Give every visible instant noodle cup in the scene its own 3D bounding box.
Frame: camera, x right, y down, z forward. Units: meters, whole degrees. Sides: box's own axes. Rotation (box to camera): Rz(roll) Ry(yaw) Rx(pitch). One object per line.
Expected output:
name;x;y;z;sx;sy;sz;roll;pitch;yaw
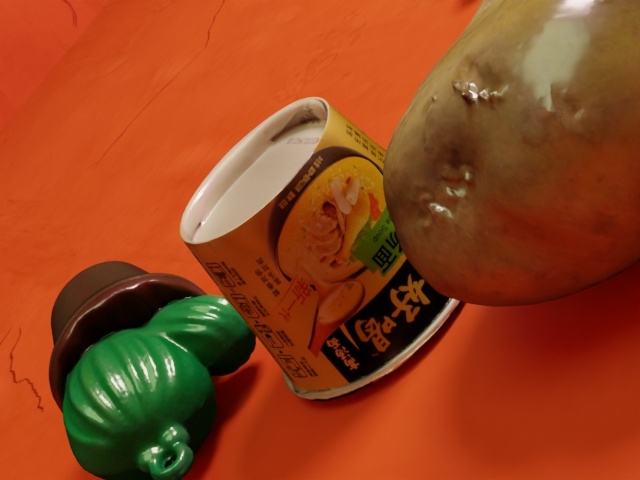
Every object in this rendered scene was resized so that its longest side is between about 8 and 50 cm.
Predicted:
instant noodle cup;0.000;0.000;0.755;0.151;0.122;0.151;-35;27;21

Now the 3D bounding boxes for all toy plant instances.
toy plant;-0.108;0.082;0.847;0.143;0.105;0.200;-37;39;-8

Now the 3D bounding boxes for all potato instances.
potato;0.143;-0.094;0.643;0.296;0.141;0.191;-61;10;-28
